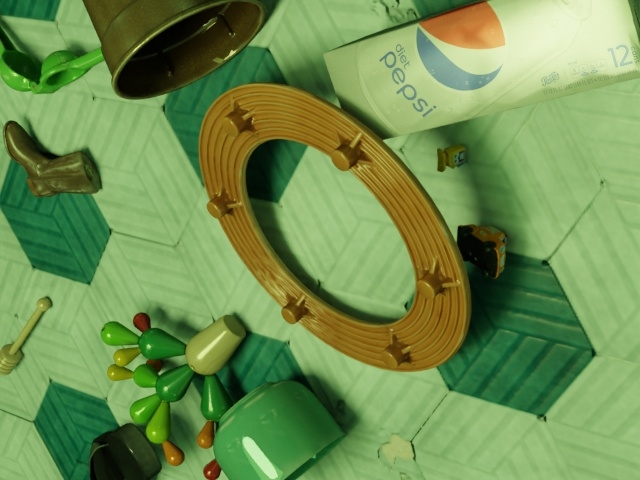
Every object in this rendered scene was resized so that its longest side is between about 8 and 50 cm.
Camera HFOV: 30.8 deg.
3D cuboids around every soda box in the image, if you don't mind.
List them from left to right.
[{"bbox_3d":[0.147,-0.157,0.963,0.286,0.098,0.091,-10,104,40],"label":"soda box"}]

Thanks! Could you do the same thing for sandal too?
[{"bbox_3d":[-0.261,0.285,1.460,0.097,0.054,0.254,52,154,9],"label":"sandal"}]

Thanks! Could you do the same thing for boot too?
[{"bbox_3d":[-0.318,-0.100,1.383,0.114,0.037,0.106,-2,122,41],"label":"boot"}]

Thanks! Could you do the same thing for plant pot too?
[{"bbox_3d":[-0.164,-0.250,1.127,0.167,0.167,0.165,-39,76,41],"label":"plant pot"}]

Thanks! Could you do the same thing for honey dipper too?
[{"bbox_3d":[-0.397,0.128,1.556,0.030,0.030,0.160,49,128,9],"label":"honey dipper"}]

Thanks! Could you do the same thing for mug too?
[{"bbox_3d":[-0.059,0.221,1.272,0.097,0.129,0.158,51,132,11],"label":"mug"}]

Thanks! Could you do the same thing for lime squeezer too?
[{"bbox_3d":[-0.306,-0.218,1.323,0.310,0.059,0.110,15,89,33],"label":"lime squeezer"}]

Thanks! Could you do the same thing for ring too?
[{"bbox_3d":[0.000,0.000,1.122,0.337,0.032,0.336,32,145,26],"label":"ring"}]

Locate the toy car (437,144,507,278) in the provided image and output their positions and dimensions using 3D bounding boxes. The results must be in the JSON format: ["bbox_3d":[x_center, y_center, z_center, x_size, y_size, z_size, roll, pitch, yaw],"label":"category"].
[{"bbox_3d":[0.147,-0.030,1.058,0.060,0.040,0.122,17,124,55],"label":"toy car"}]

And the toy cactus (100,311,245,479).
[{"bbox_3d":[-0.150,0.156,1.350,0.180,0.112,0.219,-44,78,22],"label":"toy cactus"}]
